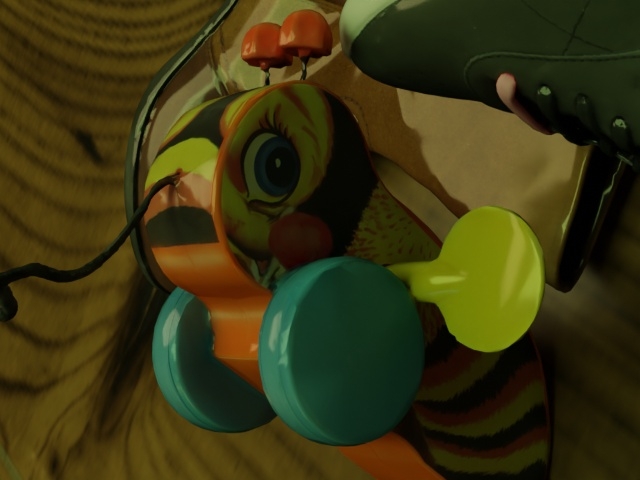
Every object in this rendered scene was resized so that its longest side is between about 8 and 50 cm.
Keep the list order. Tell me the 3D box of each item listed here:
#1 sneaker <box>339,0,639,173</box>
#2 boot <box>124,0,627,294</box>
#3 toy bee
[{"bbox_3d":[0.127,-0.032,0.437,0.295,0.104,0.147,3,81,31],"label":"sneaker"},{"bbox_3d":[0.032,-0.043,0.642,0.280,0.096,0.264,33,98,42],"label":"boot"},{"bbox_3d":[0.000,0.000,0.498,0.195,0.298,0.162,8,71,32],"label":"toy bee"}]
